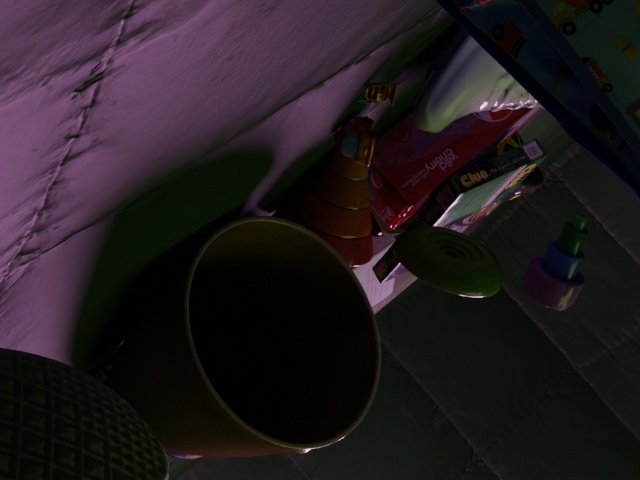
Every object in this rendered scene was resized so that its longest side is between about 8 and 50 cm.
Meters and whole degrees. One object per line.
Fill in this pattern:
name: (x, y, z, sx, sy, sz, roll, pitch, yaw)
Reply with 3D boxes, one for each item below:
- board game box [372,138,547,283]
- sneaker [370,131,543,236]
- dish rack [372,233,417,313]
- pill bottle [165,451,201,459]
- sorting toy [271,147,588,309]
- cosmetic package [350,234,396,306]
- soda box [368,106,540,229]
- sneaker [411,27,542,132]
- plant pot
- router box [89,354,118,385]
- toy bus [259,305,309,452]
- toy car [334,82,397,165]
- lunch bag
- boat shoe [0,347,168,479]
board game box: (0.165, -0.032, 1.704, 0.136, 0.030, 0.260, -22, 164, -28)
sneaker: (0.175, -0.092, 1.886, 0.147, 0.145, 0.384, -37, 165, 30)
dish rack: (0.057, 0.067, 2.174, 0.285, 0.072, 0.333, -38, -176, -24)
pill bottle: (-0.175, 0.226, 1.927, 0.123, 0.123, 0.219, -38, 172, -19)
sorting toy: (0.136, -0.025, 1.532, 0.127, 0.365, 0.126, -103, -150, -63)
cosmetic package: (-0.010, 0.069, 1.829, 0.231, 0.085, 0.117, -35, 147, -27)
soda box: (0.159, -0.130, 1.668, 0.263, 0.092, 0.083, -38, 173, -23)
sneaker: (0.229, -0.188, 1.465, 0.305, 0.152, 0.114, -36, 173, -23)
plant pot: (-0.109, 0.129, 1.445, 0.254, 0.237, 0.237, -29, -177, 45)
router box: (-0.203, 0.170, 1.588, 0.038, 0.092, 0.122, -44, 172, 25)
toy bus: (-0.042, 0.108, 1.603, 0.149, 0.220, 0.211, -40, 166, -25)
toy car: (0.042, -0.127, 1.388, 0.040, 0.060, 0.122, 5, 138, -10)
lunch bag: (0.280, -0.189, 1.165, 0.221, 0.293, 0.138, -39, 172, -14)
boat shoe: (-0.296, 0.197, 0.928, 0.156, 0.187, 0.500, -52, 162, 28)
